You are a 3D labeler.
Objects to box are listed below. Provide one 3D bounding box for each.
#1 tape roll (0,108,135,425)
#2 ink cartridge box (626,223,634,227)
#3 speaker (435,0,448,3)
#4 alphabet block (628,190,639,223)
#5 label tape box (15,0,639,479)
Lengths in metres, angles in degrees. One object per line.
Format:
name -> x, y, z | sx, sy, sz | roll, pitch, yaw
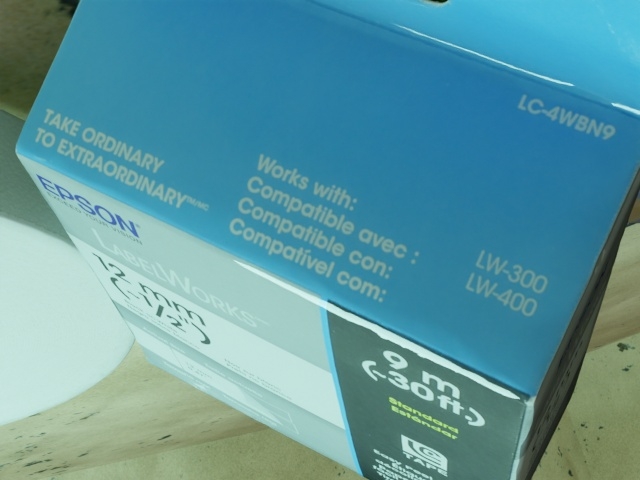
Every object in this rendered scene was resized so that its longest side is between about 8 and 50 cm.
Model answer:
tape roll -> -0.307, 0.037, 0.585 | 0.392, 0.072, 0.392 | -8, 153, -4
ink cartridge box -> 0.335, -0.073, 1.020 | 0.165, 0.065, 0.333 | -28, 161, 35
speaker -> 0.176, -0.089, 0.679 | 0.131, 0.131, 0.297 | -29, 160, 38
alphabet block -> 0.209, -0.127, 0.463 | 0.197, 0.193, 0.192 | 0, 159, -46
label tape box -> 0.000, 0.000, 0.451 | 0.115, 0.249, 0.347 | -58, 159, -21
